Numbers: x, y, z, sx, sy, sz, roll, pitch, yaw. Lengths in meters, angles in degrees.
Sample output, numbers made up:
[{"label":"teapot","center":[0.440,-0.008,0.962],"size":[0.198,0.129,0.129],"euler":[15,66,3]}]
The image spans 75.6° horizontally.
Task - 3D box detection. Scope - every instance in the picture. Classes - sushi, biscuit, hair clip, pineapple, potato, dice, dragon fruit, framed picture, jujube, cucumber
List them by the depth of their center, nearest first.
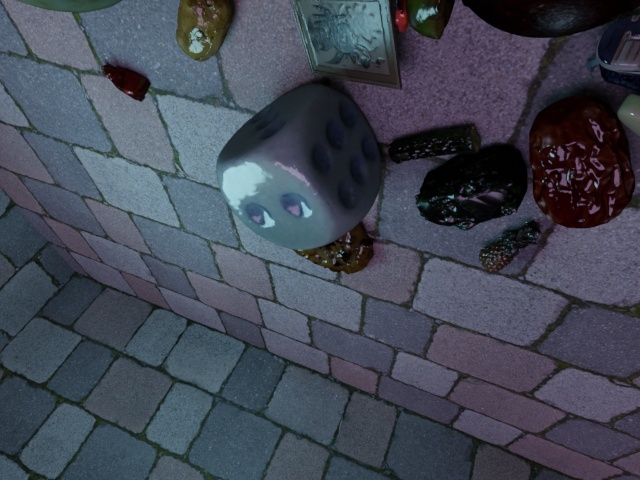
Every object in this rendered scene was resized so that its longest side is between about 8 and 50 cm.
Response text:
[{"label":"hair clip","center":[0.521,-0.172,0.609],"size":[0.219,0.159,0.071],"euler":[9,117,-20]},{"label":"jujube","center":[0.441,-0.130,0.711],"size":[0.155,0.155,0.230],"euler":[-7,131,41]},{"label":"framed picture","center":[0.041,-0.365,0.741],"size":[0.231,0.010,0.173],"euler":[26,152,38]},{"label":"potato","center":[-0.241,-0.444,0.842],"size":[0.107,0.080,0.170],"euler":[49,144,-9]},{"label":"cucumber","center":[0.231,-0.197,0.857],"size":[0.187,0.058,0.058],"euler":[0,137,38]},{"label":"sushi","center":[0.308,-0.103,0.860],"size":[0.225,0.127,0.124],"euler":[-13,129,47]},{"label":"dice","center":[-0.042,-0.156,0.910],"size":[0.263,0.268,0.264],"euler":[-8,131,42]},{"label":"pineapple","center":[0.448,0.014,0.973],"size":[0.074,0.074,0.159],"euler":[31,138,-4]},{"label":"dragon fruit","center":[-0.530,-0.417,1.094],"size":[0.131,0.063,0.097],"euler":[37,145,-13]},{"label":"biscuit","center":[0.002,-0.001,1.257],"size":[0.334,0.081,0.289],"euler":[37,146,-16]}]

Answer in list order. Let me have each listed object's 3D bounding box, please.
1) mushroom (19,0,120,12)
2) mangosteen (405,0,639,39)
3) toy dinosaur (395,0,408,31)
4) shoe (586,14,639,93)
[{"label":"mushroom","center":[-0.468,-0.555,0.683],"size":[0.352,0.260,0.352],"euler":[-17,164,-5]},{"label":"mangosteen","center":[0.230,-0.360,0.406],"size":[0.330,0.330,0.330],"euler":[19,145,14]},{"label":"toy dinosaur","center":[0.116,-0.421,0.561],"size":[0.070,0.139,0.286],"euler":[15,144,18]},{"label":"shoe","center":[0.493,-0.246,0.575],"size":[0.207,0.091,0.106],"euler":[22,-174,22]}]
